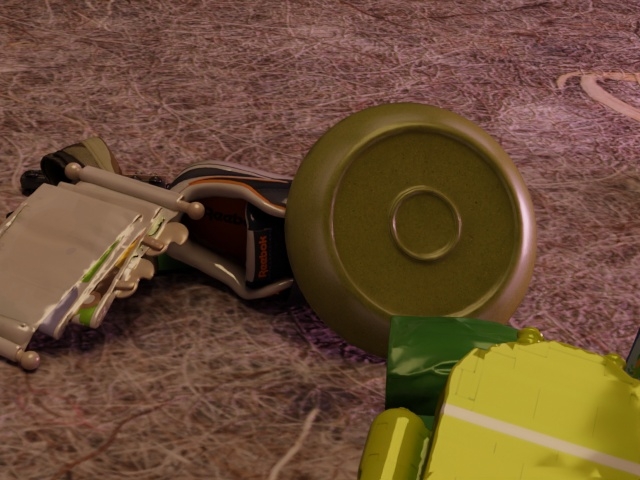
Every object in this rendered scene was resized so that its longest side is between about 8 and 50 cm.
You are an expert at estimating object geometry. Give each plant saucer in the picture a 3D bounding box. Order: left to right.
[{"bbox_3d":[0.089,-0.012,1.294,0.241,0.241,0.037,2,-11,-14],"label":"plant saucer"}]

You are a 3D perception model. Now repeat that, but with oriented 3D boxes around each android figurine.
[{"bbox_3d":[0.146,0.177,0.959,0.248,0.056,0.273,16,55,1],"label":"android figurine"}]

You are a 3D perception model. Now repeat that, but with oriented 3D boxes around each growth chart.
[{"bbox_3d":[-0.227,0.016,1.266,0.172,0.021,0.237,25,54,26],"label":"growth chart"}]

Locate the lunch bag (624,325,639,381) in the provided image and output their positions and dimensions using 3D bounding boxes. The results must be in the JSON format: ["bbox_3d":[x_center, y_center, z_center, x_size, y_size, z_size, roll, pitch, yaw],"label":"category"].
[{"bbox_3d":[0.321,0.139,1.103,0.090,0.176,0.219,1,27,-26],"label":"lunch bag"}]

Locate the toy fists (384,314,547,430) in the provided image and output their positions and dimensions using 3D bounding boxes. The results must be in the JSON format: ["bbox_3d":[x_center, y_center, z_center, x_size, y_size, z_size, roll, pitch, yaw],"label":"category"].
[{"bbox_3d":[0.118,0.151,1.109,0.142,0.096,0.279,3,27,5],"label":"toy fists"}]

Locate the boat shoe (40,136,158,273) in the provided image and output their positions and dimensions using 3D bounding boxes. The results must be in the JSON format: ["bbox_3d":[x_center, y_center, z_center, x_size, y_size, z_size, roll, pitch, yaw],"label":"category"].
[{"bbox_3d":[-0.216,-0.028,1.390,0.073,0.080,0.223,-15,36,-17],"label":"boat shoe"}]

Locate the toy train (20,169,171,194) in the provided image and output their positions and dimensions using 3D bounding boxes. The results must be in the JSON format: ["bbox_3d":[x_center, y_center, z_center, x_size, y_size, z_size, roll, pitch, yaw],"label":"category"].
[{"bbox_3d":[-0.236,-0.060,1.519,0.158,0.027,0.036,2,15,-12],"label":"toy train"}]

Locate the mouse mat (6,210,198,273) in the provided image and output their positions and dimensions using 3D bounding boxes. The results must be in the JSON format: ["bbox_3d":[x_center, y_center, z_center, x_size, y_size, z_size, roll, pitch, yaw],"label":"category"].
[{"bbox_3d":[-0.202,0.000,1.425,0.189,0.007,0.152,-5,29,-25],"label":"mouse mat"}]

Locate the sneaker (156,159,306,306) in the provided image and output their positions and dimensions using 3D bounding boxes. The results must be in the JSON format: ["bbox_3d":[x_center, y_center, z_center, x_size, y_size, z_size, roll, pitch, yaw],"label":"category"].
[{"bbox_3d":[0.000,0.000,1.355,0.321,0.126,0.127,4,21,9],"label":"sneaker"}]
